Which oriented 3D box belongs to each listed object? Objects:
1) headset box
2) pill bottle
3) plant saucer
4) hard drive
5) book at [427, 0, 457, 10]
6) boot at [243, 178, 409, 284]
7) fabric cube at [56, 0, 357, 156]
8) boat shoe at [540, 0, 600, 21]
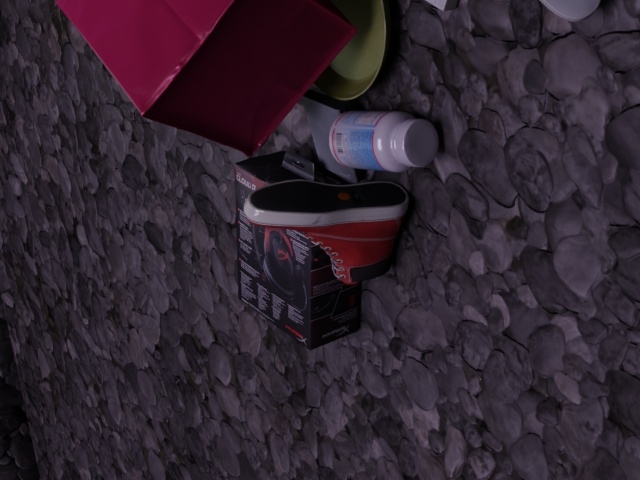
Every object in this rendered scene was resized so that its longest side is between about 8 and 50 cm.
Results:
[{"bbox_3d":[-0.039,-0.002,1.708,0.218,0.110,0.293,30,129,45],"label":"headset box"},{"bbox_3d":[0.091,-0.142,1.471,0.160,0.087,0.087,12,115,53],"label":"pill bottle"},{"bbox_3d":[0.030,-0.328,1.514,0.241,0.037,0.241,31,129,46],"label":"plant saucer"},{"bbox_3d":[0.020,-0.160,1.592,0.094,0.022,0.135,29,146,45],"label":"hard drive"},{"bbox_3d":[0.132,-0.376,1.348,0.144,0.035,0.096,44,135,35],"label":"book"},{"bbox_3d":[0.000,0.000,1.541,0.088,0.244,0.176,-106,22,-47],"label":"boot"},{"bbox_3d":[-0.159,-0.313,1.453,0.259,0.254,0.258,-47,62,15],"label":"fabric cube"},{"bbox_3d":[0.245,-0.337,1.176,0.219,0.078,0.070,59,180,12],"label":"boat shoe"}]
